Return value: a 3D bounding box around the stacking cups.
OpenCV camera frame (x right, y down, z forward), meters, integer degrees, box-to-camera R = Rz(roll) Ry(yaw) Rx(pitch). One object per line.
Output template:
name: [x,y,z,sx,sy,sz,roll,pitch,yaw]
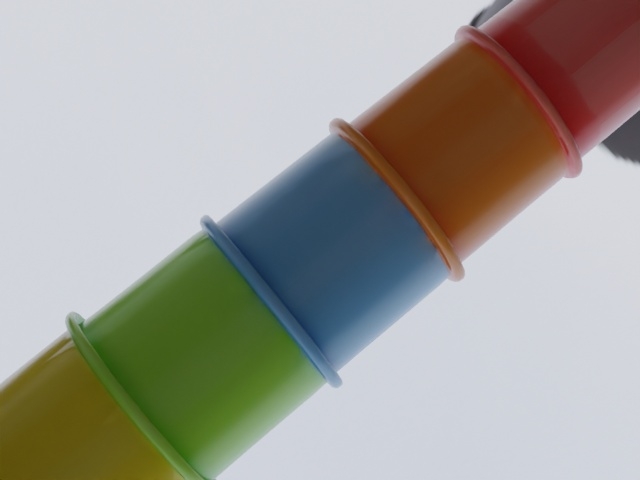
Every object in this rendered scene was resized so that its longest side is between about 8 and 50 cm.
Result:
stacking cups: [0.000,0.000,0.547,0.316,0.096,0.096,-41,-95,-3]
